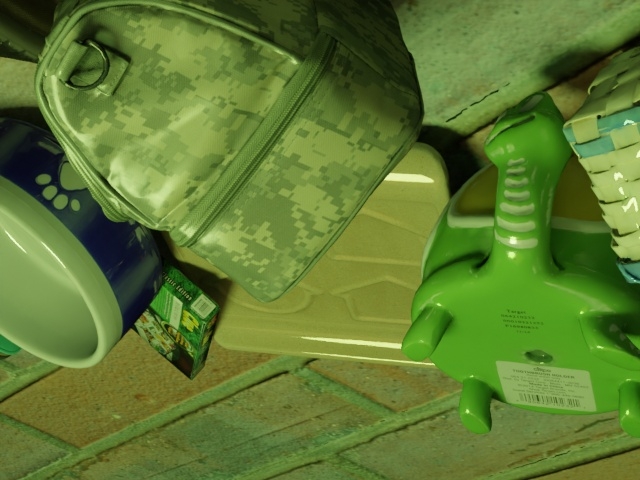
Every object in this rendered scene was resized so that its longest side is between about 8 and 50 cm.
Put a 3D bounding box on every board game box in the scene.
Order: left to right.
[{"bbox_3d":[-0.178,0.076,1.819,0.136,0.030,0.260,43,161,6],"label":"board game box"}]

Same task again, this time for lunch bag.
[{"bbox_3d":[-0.085,-0.134,1.239,0.256,0.305,0.212,35,111,-17],"label":"lunch bag"}]

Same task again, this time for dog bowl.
[{"bbox_3d":[-0.295,0.004,1.676,0.265,0.104,0.265,28,147,20],"label":"dog bowl"}]

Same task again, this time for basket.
[{"bbox_3d":[0.356,-0.037,1.288,0.255,0.201,0.289,-19,106,44],"label":"basket"}]

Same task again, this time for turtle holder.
[{"bbox_3d":[0.191,0.020,1.462,0.243,0.227,0.320,-15,139,42],"label":"turtle holder"}]

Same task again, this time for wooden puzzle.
[{"bbox_3d":[0.000,0.000,1.670,0.322,0.080,0.348,4,144,17],"label":"wooden puzzle"}]

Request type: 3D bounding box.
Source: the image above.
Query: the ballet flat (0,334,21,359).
[{"bbox_3d":[-0.466,0.065,1.962,0.096,0.095,0.280,10,153,32],"label":"ballet flat"}]

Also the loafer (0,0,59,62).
[{"bbox_3d":[-0.302,-0.246,1.292,0.134,0.130,0.366,16,170,39],"label":"loafer"}]
